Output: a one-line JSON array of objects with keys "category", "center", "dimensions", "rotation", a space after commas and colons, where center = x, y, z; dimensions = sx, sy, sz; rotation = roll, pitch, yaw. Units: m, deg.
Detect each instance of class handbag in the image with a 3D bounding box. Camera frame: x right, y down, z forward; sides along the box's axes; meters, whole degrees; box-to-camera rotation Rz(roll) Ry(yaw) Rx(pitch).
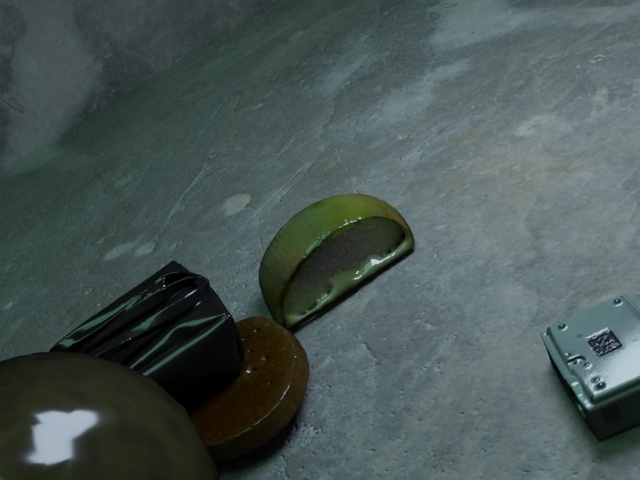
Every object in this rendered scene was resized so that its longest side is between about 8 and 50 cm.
[{"category": "handbag", "center": [-0.262, 0.148, 1.279], "dimensions": [0.257, 0.114, 0.285], "rotation": [-29, 25, -15]}]

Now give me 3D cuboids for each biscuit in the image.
[{"category": "biscuit", "center": [-0.134, 0.215, 1.233], "dimensions": [0.257, 0.049, 0.273], "rotation": [-29, 25, 4]}]

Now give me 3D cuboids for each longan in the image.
[{"category": "longan", "center": [-0.293, 0.317, 0.904], "dimensions": [0.403, 0.404, 0.436], "rotation": [-13, 6, 25]}]

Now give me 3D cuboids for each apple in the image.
[{"category": "apple", "center": [0.000, 0.000, 1.385], "dimensions": [0.264, 0.120, 0.193], "rotation": [-32, 35, -10]}]

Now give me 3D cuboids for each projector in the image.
[{"category": "projector", "center": [0.319, 0.133, 0.969], "dimensions": [0.115, 0.061, 0.147], "rotation": [-27, 28, 6]}]
